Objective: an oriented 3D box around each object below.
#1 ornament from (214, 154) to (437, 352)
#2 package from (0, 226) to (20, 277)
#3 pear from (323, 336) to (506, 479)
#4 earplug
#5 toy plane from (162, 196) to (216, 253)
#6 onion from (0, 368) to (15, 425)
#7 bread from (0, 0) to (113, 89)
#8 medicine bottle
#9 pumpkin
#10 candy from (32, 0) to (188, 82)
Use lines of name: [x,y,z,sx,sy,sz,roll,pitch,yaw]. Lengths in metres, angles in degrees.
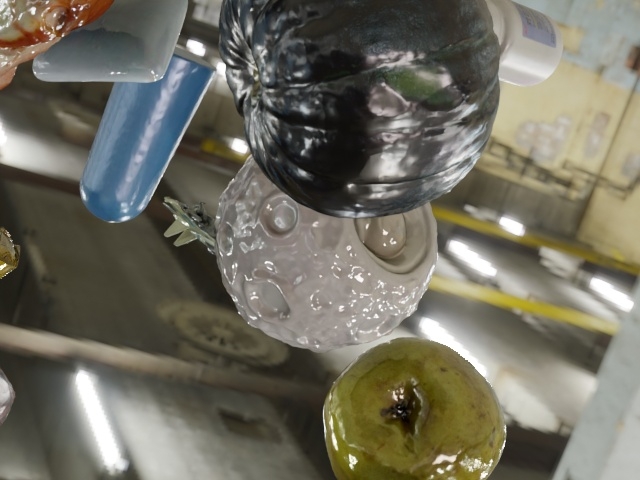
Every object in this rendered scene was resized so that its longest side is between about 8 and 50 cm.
ornament: [0.000,0.000,1.887,0.337,0.337,0.337,19,-167,-4]
package: [-0.454,0.034,1.739,0.047,0.071,0.131,54,-178,-21]
pear: [0.156,0.311,2.129,0.304,0.303,0.304,19,-167,-4]
earplug: [-0.265,-0.154,1.845,0.132,0.273,0.132,24,-170,-5]
toy plane: [-0.218,-0.015,2.556,0.262,0.088,0.192,15,155,43]
onion: [-0.607,0.193,1.768,0.282,0.260,0.336,42,161,27]
bread: [-0.355,-0.338,1.347,0.295,0.328,0.114,58,-141,-5]
medicine bottle: [0.228,-0.261,1.636,0.103,0.102,0.187,29,-166,36]
pumpkin: [0.037,-0.202,1.379,0.266,0.363,0.363,-16,-157,-13]
candy: [-0.253,-0.248,1.529,0.174,0.138,0.071,3,150,20]
